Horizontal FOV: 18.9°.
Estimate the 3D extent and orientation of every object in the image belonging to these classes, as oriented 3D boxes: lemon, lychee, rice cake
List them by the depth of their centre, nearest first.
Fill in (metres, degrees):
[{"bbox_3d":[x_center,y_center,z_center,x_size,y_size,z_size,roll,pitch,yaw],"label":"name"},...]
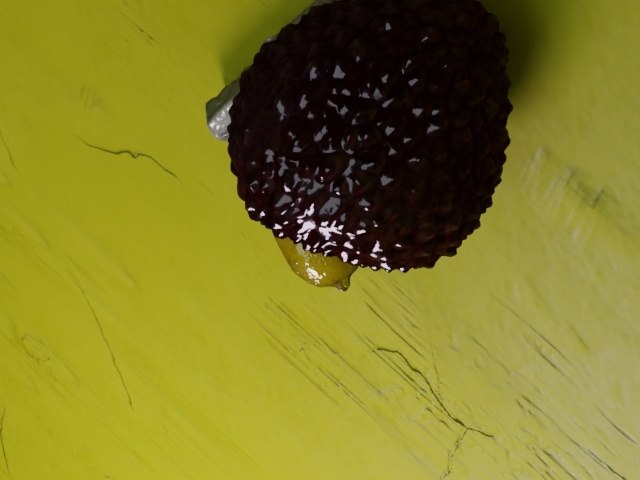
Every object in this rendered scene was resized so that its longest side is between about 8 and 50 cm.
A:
[{"bbox_3d":[0.054,-0.107,1.626,0.271,0.271,0.271,27,135,31],"label":"lychee"},{"bbox_3d":[-0.037,-0.163,1.823,0.256,0.052,0.057,-33,63,53],"label":"rice cake"},{"bbox_3d":[0.000,0.000,1.882,0.110,0.082,0.082,55,143,-8],"label":"lemon"}]
